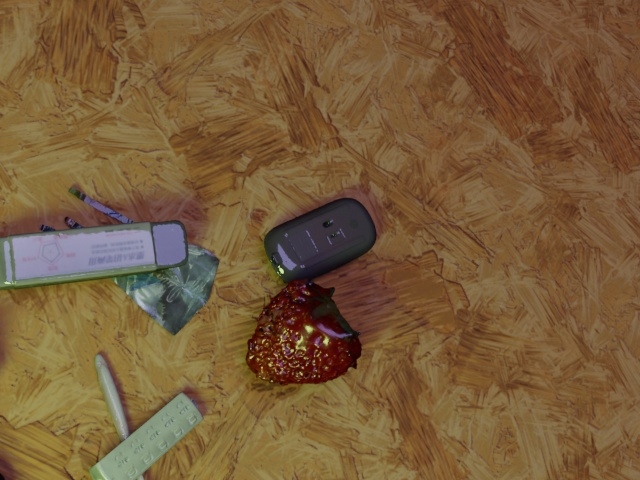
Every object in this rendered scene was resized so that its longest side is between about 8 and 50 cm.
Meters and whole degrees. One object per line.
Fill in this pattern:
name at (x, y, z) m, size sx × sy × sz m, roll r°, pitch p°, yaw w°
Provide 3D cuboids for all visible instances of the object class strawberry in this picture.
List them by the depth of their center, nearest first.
strawberry at (-0.035, 0.174, 1.827) m, size 0.201 × 0.184 × 0.187 m, roll -35°, pitch 92°, yaw 1°

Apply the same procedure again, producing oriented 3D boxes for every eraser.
eraser at (-0.399, 0.024, 1.767) m, size 0.351 × 0.061 × 0.089 m, roll -6°, pitch 80°, yaw -18°

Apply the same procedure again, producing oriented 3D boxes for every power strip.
power strip at (-0.286, 0.335, 1.715) m, size 0.060 × 0.027 × 0.252 m, roll 51°, pitch 51°, yaw -1°

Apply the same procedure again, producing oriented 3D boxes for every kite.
kite at (-0.325, 0.019, 1.844) m, size 0.310 × 0.015 × 0.169 m, roll 38°, pitch 61°, yaw -7°

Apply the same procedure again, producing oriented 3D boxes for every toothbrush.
toothbrush at (-0.320, 0.331, 1.734) m, size 0.025 × 0.029 × 0.307 m, roll -15°, pitch 76°, yaw -29°

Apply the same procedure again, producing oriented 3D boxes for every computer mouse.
computer mouse at (0.000, 0.000, 1.953) m, size 0.232 × 0.057 × 0.120 m, roll -26°, pitch 83°, yaw -29°

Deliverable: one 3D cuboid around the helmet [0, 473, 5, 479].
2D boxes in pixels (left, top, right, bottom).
helmet at (-0.535, 0.384, 1.602) m, size 0.123 × 0.070 × 0.098 m, roll 9°, pitch 70°, yaw -20°
